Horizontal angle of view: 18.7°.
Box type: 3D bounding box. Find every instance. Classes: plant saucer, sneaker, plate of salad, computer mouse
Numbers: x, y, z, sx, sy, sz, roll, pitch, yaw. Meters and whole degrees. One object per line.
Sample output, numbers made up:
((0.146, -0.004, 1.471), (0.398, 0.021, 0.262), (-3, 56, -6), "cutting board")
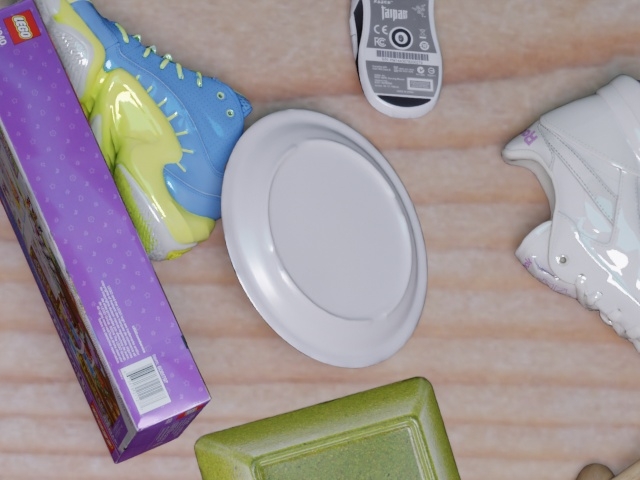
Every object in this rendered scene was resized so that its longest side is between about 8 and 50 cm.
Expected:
((0.024, 0.207, 1.408), (0.188, 0.045, 0.188), (-14, 80, -14), "plant saucer")
((0.238, 0.034, 1.473), (0.152, 0.114, 0.305), (-22, 78, -1), "sneaker")
((-0.130, -0.108, 1.440), (0.126, 0.091, 0.240), (-25, 90, -28), "sneaker")
((0.000, 0.000, 1.429), (0.200, 0.048, 0.199), (19, 59, -37), "plate of salad")
((0.053, -0.179, 1.508), (0.106, 0.042, 0.193), (5, 70, -15), "computer mouse")

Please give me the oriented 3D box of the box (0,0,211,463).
((-0.168, 0.001, 1.337), (0.057, 0.201, 0.293), (-23, 83, -15), "box")

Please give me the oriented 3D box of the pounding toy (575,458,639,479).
((0.303, 0.218, 1.368), (0.270, 0.154, 0.154), (-1, 41, 18), "pounding toy")
